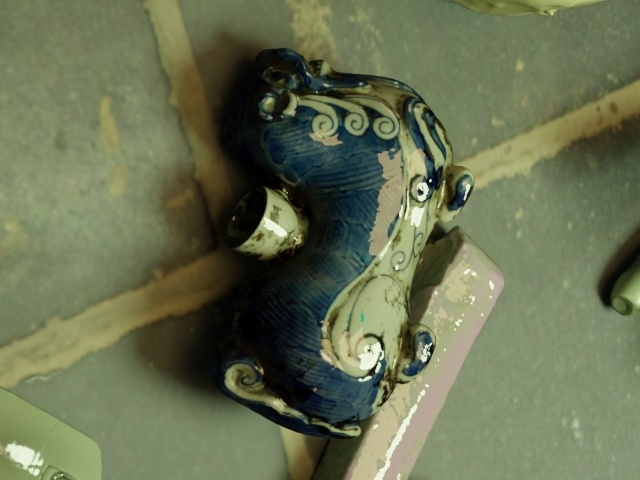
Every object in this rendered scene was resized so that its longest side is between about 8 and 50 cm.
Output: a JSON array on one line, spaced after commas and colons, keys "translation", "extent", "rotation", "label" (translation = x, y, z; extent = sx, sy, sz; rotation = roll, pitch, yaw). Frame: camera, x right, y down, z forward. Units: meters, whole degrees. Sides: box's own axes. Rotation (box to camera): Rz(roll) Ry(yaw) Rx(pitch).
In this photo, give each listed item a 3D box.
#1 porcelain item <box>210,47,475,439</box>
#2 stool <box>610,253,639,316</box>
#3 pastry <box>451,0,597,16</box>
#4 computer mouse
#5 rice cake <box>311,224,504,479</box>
[{"translation": [0.000, 0.000, 1.340], "extent": [0.186, 0.138, 0.288], "rotation": [23, 76, -24], "label": "porcelain item"}, {"translation": [0.397, 0.000, 1.582], "extent": [0.195, 0.195, 0.199], "rotation": [32, 55, 15], "label": "stool"}, {"translation": [0.169, -0.305, 1.449], "extent": [0.264, 0.133, 0.265], "rotation": [0, 89, -34], "label": "pastry"}, {"translation": [-0.219, 0.154, 1.226], "extent": [0.181, 0.056, 0.089], "rotation": [33, 76, -33], "label": "computer mouse"}, {"translation": [0.054, 0.151, 1.429], "extent": [0.072, 0.056, 0.365], "rotation": [38, 69, -29], "label": "rice cake"}]
